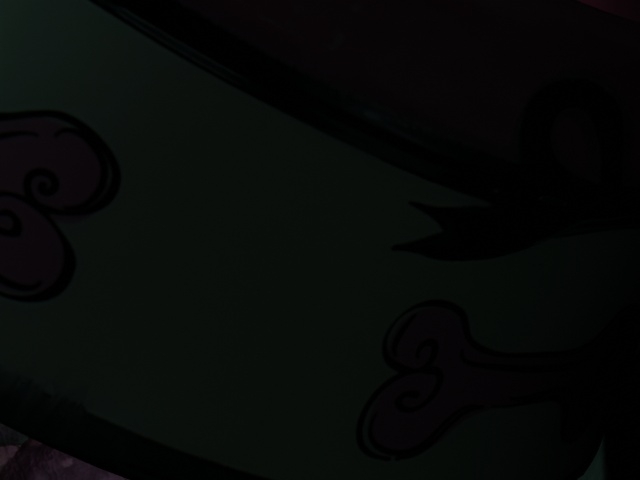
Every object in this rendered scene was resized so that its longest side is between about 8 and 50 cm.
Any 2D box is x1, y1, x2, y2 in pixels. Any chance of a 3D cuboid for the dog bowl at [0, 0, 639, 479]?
[{"bbox_3d":[-0.038,-0.105,0.615,0.150,0.408,0.408,-56,6,25],"label":"dog bowl"}]
